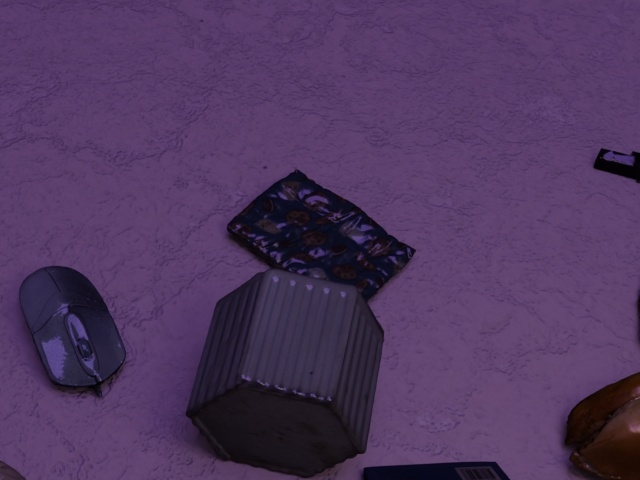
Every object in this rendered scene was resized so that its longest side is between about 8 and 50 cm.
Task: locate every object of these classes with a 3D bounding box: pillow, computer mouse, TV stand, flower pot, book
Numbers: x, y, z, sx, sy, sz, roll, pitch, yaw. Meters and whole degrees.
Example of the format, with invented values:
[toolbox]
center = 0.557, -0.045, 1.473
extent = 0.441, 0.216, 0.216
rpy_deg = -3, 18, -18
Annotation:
[pillow]
center = 0.000, -0.002, 1.643
extent = 0.256, 0.034, 0.189
rpy_deg = 35, 53, 17
[computer mouse]
center = -0.350, 0.115, 1.458
extent = 0.113, 0.068, 0.229
rpy_deg = -21, 58, -24
[TV stand]
center = 0.608, -0.116, 1.854
extent = 0.249, 0.036, 0.042
rpy_deg = 15, 51, 2
[flower pot]
center = -0.043, 0.175, 1.377
extent = 0.209, 0.239, 0.189
rpy_deg = 34, 47, -24
[book]
center = 0.173, 0.340, 1.301
extent = 0.191, 0.025, 0.269
rpy_deg = 0, 12, -11

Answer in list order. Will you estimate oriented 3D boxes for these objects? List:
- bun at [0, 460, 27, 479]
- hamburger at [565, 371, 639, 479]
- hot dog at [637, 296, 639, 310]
[bun]
center = -0.430, 0.326, 1.249
extent = 0.183, 0.102, 0.183
rpy_deg = 6, 48, -6
[hamburger]
center = 0.481, 0.248, 1.456
extent = 0.283, 0.156, 0.144
rpy_deg = -8, 54, -20
[hot dog]
center = 0.525, 0.103, 1.646
extent = 0.038, 0.062, 0.144
rpy_deg = 31, 51, -14
